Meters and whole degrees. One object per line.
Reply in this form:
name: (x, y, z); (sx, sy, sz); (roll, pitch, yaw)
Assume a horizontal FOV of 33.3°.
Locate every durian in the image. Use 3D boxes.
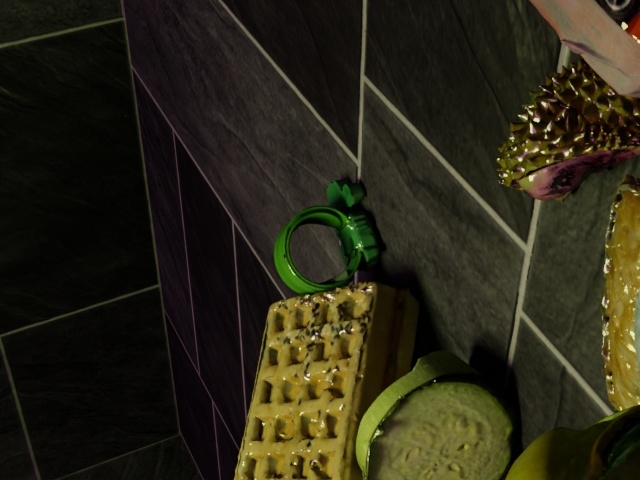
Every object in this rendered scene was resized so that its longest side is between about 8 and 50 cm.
durian: (0.219, -0.102, 1.022); (0.119, 0.108, 0.186); (69, 161, 7)

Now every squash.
squash: (0.136, 0.246, 1.394); (0.133, 0.220, 0.220); (-136, 34, -55)

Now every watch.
watch: (0.000, 0.000, 1.648); (0.131, 0.152, 0.165); (145, 105, -73)

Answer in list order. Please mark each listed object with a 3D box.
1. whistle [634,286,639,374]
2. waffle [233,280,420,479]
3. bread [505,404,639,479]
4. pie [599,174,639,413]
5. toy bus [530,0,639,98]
whistle: (0.358, 0.031, 0.680); (0.188, 0.168, 0.405); (63, 154, 23)
waffle: (0.003, 0.254, 1.547); (0.261, 0.114, 0.376); (-17, 56, 47)
bread: (0.300, 0.324, 0.932); (0.377, 0.251, 0.208); (63, 161, -7)
pie: (0.311, 0.070, 0.986); (0.128, 0.068, 0.282); (41, 143, 54)
toy bus: (0.228, -0.246, 0.855); (0.303, 0.127, 0.147); (59, 162, 29)
